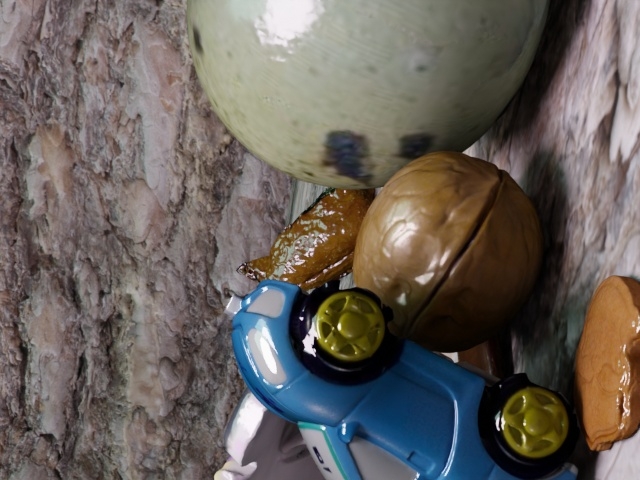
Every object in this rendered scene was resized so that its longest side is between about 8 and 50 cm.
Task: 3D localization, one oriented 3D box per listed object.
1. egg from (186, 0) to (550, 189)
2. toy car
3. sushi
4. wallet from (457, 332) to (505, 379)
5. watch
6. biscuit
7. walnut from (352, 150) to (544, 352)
[{"bbox_3d":[0.045,-0.235,1.002,0.428,0.345,0.345,118,157,-66],"label":"egg"},{"bbox_3d":[0.052,0.147,0.841,0.166,0.314,0.198,-63,5,-14],"label":"toy car"},{"bbox_3d":[0.000,0.000,1.802,0.287,0.149,0.140,-40,58,22],"label":"sushi"},{"bbox_3d":[0.163,0.149,1.017,0.095,0.026,0.176,111,158,-56],"label":"wallet"},{"bbox_3d":[0.027,0.242,1.012,0.196,0.231,0.244,-28,-40,-42],"label":"watch"},{"bbox_3d":[0.211,0.090,0.758,0.102,0.019,0.130,-109,25,-73],"label":"biscuit"},{"bbox_3d":[0.116,0.012,0.949,0.207,0.167,0.167,117,159,-47],"label":"walnut"}]
